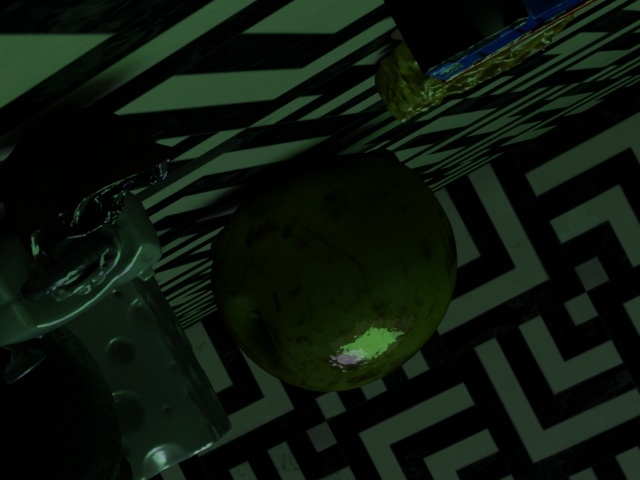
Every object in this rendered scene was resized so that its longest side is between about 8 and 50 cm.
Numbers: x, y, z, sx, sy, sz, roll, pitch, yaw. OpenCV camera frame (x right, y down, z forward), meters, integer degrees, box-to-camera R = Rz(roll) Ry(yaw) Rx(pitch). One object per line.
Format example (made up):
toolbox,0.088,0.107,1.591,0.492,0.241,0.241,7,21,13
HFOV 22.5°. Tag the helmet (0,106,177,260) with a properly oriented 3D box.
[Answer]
helmet,-0.151,-0.044,0.993,0.123,0.070,0.098,-40,175,40

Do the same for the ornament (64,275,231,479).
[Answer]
ornament,-0.266,0.173,1.845,0.240,0.239,0.239,-28,178,0

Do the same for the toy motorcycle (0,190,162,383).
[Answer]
toy motorcycle,-0.203,0.017,1.268,0.171,0.110,0.260,-39,-172,-32

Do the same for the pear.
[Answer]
pear,0.019,0.035,1.827,0.283,0.283,0.283,-27,176,-2

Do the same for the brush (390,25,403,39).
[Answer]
brush,0.156,-0.200,1.193,0.233,0.047,0.103,-28,176,17

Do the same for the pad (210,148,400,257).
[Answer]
pad,0.000,0.000,2.002,0.266,0.176,0.002,-28,145,4

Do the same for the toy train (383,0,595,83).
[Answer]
toy train,0.145,-0.184,1.071,0.204,0.082,0.131,-29,174,14

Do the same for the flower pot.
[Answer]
flower pot,-0.351,0.206,1.516,0.283,0.299,0.299,-39,171,30

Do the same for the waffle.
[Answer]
waffle,0.130,-0.170,1.348,0.160,0.055,0.211,-28,177,-5
